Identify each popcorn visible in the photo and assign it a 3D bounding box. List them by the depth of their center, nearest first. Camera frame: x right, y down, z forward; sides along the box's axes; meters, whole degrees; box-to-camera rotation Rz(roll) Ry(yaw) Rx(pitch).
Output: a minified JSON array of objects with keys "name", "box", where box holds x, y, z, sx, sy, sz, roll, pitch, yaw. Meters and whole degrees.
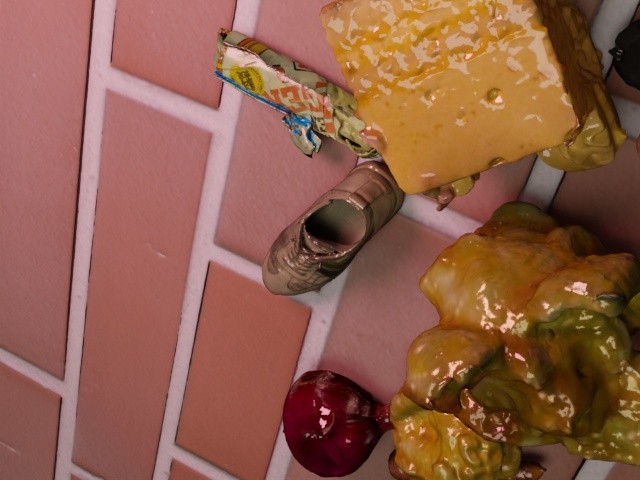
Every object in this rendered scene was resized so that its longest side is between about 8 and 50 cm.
[{"name":"popcorn","box":[0.267,0.099,0.939,0.321,0.290,0.326,11,144,3]},{"name":"popcorn","box":[0.188,0.260,1.134,0.197,0.155,0.198,-2,87,46]}]

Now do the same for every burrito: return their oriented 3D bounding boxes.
[{"name":"burrito","box":[-0.031,-0.179,1.081,0.288,0.054,0.104,30,125,10]}]

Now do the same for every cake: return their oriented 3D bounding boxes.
[{"name":"cake","box":[0.176,-0.177,0.876,0.227,0.222,0.286,-16,107,33]}]

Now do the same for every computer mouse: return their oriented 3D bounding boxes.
[{"name":"computer mouse","box":[0.395,-0.190,0.861,0.172,0.057,0.099,20,138,18]}]

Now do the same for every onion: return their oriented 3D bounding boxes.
[{"name":"onion","box":[0.033,0.283,1.236,0.198,0.135,0.173,-11,112,28]}]

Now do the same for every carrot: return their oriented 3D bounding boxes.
[{"name":"carrot","box":[0.216,0.341,1.223,0.247,0.059,0.059,-5,112,26]}]

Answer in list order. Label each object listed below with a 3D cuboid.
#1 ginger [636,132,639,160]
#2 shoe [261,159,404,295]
[{"name":"ginger","box":[0.450,-0.062,0.808,0.304,0.155,0.245,4,155,-1]},{"name":"shoe","box":[0.000,0.000,1.133,0.103,0.098,0.275,45,127,4]}]
